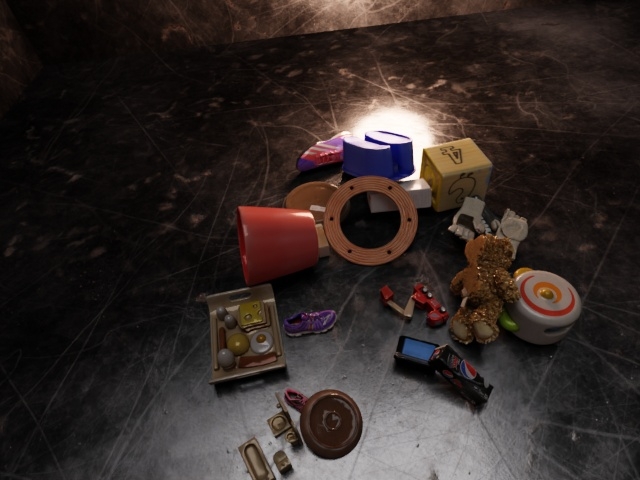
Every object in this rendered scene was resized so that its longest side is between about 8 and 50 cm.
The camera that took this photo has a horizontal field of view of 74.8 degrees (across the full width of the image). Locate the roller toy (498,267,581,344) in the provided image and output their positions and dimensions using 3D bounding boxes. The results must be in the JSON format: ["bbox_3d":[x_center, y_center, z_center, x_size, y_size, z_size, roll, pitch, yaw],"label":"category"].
[{"bbox_3d":[0.643,0.189,1.225,0.191,0.146,0.209,22,53,23],"label":"roller toy"}]

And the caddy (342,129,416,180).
[{"bbox_3d":[0.234,-0.330,1.714,0.242,0.179,0.341,-19,30,-24],"label":"caddy"}]

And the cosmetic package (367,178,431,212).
[{"bbox_3d":[0.300,-0.173,1.616,0.232,0.085,0.117,-7,27,3],"label":"cosmetic package"}]

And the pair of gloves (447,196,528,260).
[{"bbox_3d":[0.578,-0.051,1.429,0.240,0.042,0.204,26,60,21],"label":"pair of gloves"}]

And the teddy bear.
[{"bbox_3d":[0.487,0.150,1.243,0.113,0.245,0.337,23,53,-12],"label":"teddy bear"}]

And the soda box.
[{"bbox_3d":[0.373,0.357,1.115,0.169,0.060,0.053,43,56,2],"label":"soda box"}]

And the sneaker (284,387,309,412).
[{"bbox_3d":[-0.050,0.439,1.139,0.120,0.057,0.047,19,51,20],"label":"sneaker"}]

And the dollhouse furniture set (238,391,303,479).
[{"bbox_3d":[-0.130,0.501,1.046,0.151,0.123,0.144,-27,51,-17],"label":"dollhouse furniture set"}]

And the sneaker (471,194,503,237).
[{"bbox_3d":[0.612,-0.072,1.516,0.106,0.078,0.234,-3,52,0],"label":"sneaker"}]

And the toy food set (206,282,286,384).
[{"bbox_3d":[-0.237,0.276,1.282,0.220,0.092,0.305,-12,48,-4],"label":"toy food set"}]

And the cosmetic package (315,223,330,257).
[{"bbox_3d":[0.000,0.000,1.528,0.041,0.060,0.115,-14,50,-6],"label":"cosmetic package"}]

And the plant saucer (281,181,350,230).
[{"bbox_3d":[-0.019,-0.147,1.676,0.278,0.041,0.277,-3,48,3],"label":"plant saucer"}]

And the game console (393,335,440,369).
[{"bbox_3d":[0.279,0.319,1.203,0.122,0.107,0.071,11,79,17],"label":"game console"}]

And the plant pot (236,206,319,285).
[{"bbox_3d":[-0.147,0.006,1.421,0.244,0.274,0.274,-8,47,-15],"label":"plant pot"}]

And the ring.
[{"bbox_3d":[0.179,-0.073,1.512,0.338,0.032,0.335,-2,76,6],"label":"ring"}]

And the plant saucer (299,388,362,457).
[{"bbox_3d":[0.030,0.472,1.090,0.169,0.029,0.168,4,58,-6],"label":"plant saucer"}]

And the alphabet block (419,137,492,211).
[{"bbox_3d":[0.511,-0.253,1.612,0.197,0.192,0.193,-14,46,-5],"label":"alphabet block"}]

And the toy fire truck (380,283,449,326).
[{"bbox_3d":[0.292,0.205,1.318,0.135,0.047,0.192,-26,51,-15],"label":"toy fire truck"}]

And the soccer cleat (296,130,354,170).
[{"bbox_3d":[0.040,-0.380,1.839,0.319,0.108,0.116,-30,56,-23],"label":"soccer cleat"}]

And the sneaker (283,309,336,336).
[{"bbox_3d":[-0.032,0.251,1.297,0.170,0.071,0.068,-15,48,-8],"label":"sneaker"}]
